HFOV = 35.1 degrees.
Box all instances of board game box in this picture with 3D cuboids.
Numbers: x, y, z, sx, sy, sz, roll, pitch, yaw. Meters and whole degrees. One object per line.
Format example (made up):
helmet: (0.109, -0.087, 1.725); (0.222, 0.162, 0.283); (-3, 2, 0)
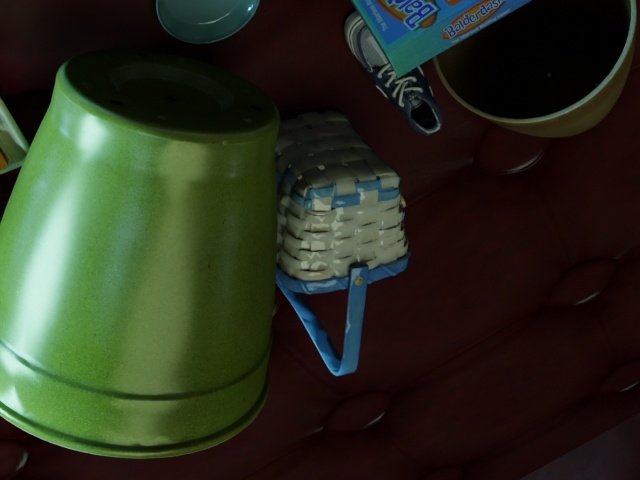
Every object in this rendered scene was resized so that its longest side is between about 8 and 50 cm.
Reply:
board game box: (0.140, -0.294, 1.124); (0.210, 0.160, 0.047); (-30, 143, 5)

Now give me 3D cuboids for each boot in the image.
boot: (0.099, -0.209, 1.263); (0.069, 0.086, 0.190); (-35, 142, 13)

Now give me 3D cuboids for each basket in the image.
basket: (0.000, 0.000, 1.322); (0.201, 0.255, 0.289); (-7, 128, -26)

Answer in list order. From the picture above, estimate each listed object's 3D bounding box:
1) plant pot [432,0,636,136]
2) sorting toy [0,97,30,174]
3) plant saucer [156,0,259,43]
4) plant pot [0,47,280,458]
plant pot: (0.287, -0.224, 1.269); (0.237, 0.237, 0.254); (-35, 157, 13)
sorting toy: (-0.418, -0.088, 1.085); (0.196, 0.047, 0.348); (-19, 155, -5)
plant saucer: (-0.125, -0.271, 1.113); (0.119, 0.021, 0.119); (-16, 142, -13)
plant pot: (-0.199, -0.013, 1.138); (0.366, 0.366, 0.353); (-1, 121, -29)
